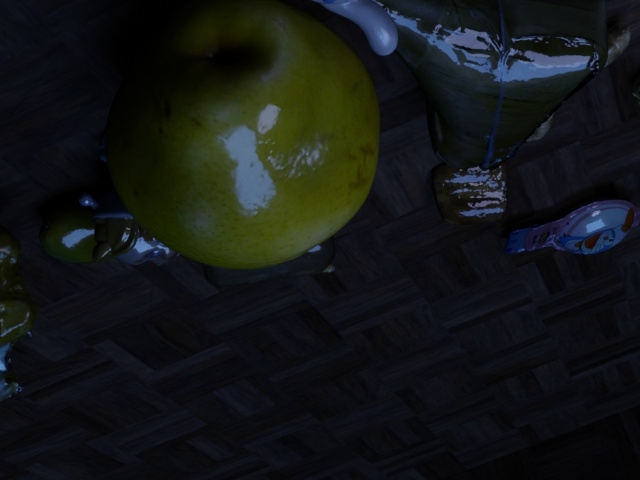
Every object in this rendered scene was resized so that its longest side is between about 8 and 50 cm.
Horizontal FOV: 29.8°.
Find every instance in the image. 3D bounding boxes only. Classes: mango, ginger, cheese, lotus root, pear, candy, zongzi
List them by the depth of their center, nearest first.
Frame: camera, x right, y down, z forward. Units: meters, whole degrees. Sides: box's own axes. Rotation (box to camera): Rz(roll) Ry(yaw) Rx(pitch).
[{"bbox_3d":[-0.099,-0.141,1.569,0.362,0.362,0.418,-17,155,0],"label":"pear"},{"bbox_3d":[0.168,-0.241,1.739,0.392,0.174,0.356,4,152,-17],"label":"zongzi"},{"bbox_3d":[-0.352,-0.022,1.909,0.191,0.085,0.122,-14,141,-29],"label":"mango"},{"bbox_3d":[0.387,-0.247,1.928,0.075,0.089,0.288,35,134,-11],"label":"ginger"},{"bbox_3d":[-0.092,0.008,2.048,0.234,0.102,0.104,-7,142,1],"label":"candy"},{"bbox_3d":[0.266,-0.079,2.130,0.135,0.095,0.159,-9,144,-7],"label":"lotus root"},{"bbox_3d":[0.500,-0.022,2.367,0.286,0.074,0.189,-11,148,-10],"label":"cheese"}]

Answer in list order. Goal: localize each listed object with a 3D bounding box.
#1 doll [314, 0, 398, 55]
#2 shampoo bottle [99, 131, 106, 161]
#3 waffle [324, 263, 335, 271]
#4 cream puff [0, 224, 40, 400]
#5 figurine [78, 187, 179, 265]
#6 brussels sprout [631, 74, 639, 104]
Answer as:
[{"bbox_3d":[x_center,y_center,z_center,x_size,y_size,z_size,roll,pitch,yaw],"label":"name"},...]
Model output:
[{"bbox_3d":[0.022,-0.395,1.434,0.311,0.160,0.242,25,148,-19],"label":"doll"},{"bbox_3d":[-0.202,-0.127,1.823,0.258,0.061,0.104,15,143,-44],"label":"shampoo bottle"},{"bbox_3d":[0.000,0.000,2.179,0.125,0.032,0.191,-3,146,-25],"label":"waffle"},{"bbox_3d":[-0.592,0.117,1.814,0.274,0.270,0.323,-17,148,-39],"label":"cream puff"},{"bbox_3d":[-0.213,-0.035,1.817,0.274,0.133,0.194,-11,180,-2],"label":"figurine"},{"bbox_3d":[0.556,-0.260,2.013,0.085,0.058,0.085,-14,120,-26],"label":"brussels sprout"}]
